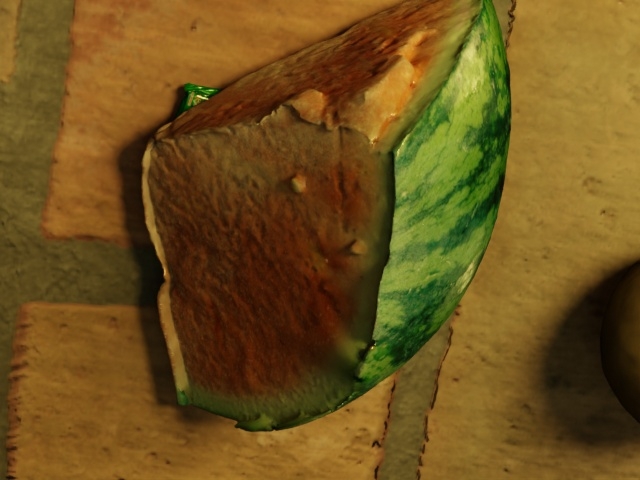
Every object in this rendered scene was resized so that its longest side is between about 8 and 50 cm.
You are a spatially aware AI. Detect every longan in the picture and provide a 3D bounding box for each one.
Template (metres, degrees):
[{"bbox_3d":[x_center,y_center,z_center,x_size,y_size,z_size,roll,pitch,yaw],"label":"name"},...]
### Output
[{"bbox_3d":[0.312,0.080,1.140,0.187,0.167,0.167,-7,114,-17],"label":"longan"}]

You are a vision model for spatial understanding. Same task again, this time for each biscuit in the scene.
[{"bbox_3d":[-0.096,-0.079,1.085,0.046,0.016,0.089,18,109,-18],"label":"biscuit"}]

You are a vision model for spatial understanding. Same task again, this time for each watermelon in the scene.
[{"bbox_3d":[0.024,0.004,1.025,0.319,0.222,0.292,-18,114,-5],"label":"watermelon"}]
